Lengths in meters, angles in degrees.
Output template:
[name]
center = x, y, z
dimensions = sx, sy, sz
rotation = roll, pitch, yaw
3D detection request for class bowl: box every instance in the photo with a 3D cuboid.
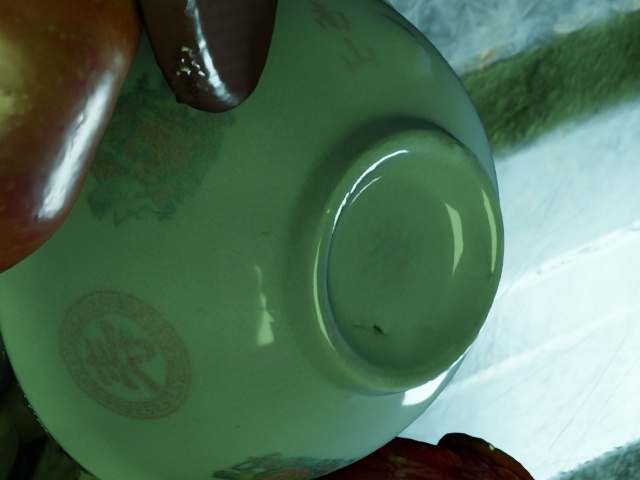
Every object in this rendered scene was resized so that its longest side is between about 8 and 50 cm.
[bowl]
center = 0.000, 0.000, 1.046
dimensions = 0.345, 0.157, 0.346
rotation = -9, 103, -40

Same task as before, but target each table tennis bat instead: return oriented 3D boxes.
[table tennis bat]
center = -0.049, -0.267, 0.870
dimensions = 0.051, 0.268, 0.415
rotation = 1, 100, 10

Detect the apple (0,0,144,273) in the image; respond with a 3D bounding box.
[apple]
center = -0.212, -0.103, 0.838
dimensions = 0.241, 0.242, 0.242
rotation = 19, 107, -32

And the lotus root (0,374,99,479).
[lotus root]
center = -0.163, 0.189, 1.115
dimensions = 0.074, 0.261, 0.170
rotation = 15, 141, -40

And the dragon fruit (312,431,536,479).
[dragon fruit]
center = 0.026, 0.257, 1.231
dimensions = 0.342, 0.277, 0.277
rotation = -14, 126, -33
